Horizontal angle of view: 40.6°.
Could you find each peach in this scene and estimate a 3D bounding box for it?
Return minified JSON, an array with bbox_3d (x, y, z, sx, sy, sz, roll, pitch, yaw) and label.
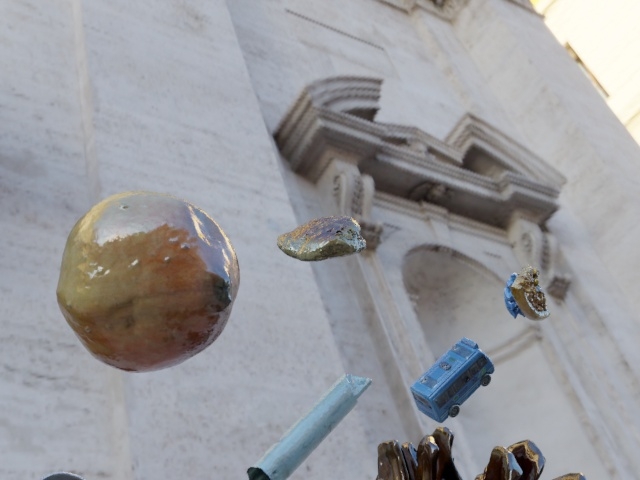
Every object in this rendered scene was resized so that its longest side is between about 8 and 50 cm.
[{"bbox_3d":[-0.195,0.049,1.017,0.233,0.232,0.232,-10,-42,-10],"label":"peach"}]

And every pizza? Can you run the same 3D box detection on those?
[{"bbox_3d":[0.475,0.115,1.947,0.041,0.130,0.178,-12,-44,34],"label":"pizza"}]

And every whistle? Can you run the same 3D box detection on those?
[{"bbox_3d":[-0.013,0.333,1.548,0.312,0.062,0.062,-38,-24,-43],"label":"whistle"}]

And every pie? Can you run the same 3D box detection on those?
[{"bbox_3d":[0.000,0.000,1.706,0.163,0.194,0.078,-21,-73,-36],"label":"pie"}]

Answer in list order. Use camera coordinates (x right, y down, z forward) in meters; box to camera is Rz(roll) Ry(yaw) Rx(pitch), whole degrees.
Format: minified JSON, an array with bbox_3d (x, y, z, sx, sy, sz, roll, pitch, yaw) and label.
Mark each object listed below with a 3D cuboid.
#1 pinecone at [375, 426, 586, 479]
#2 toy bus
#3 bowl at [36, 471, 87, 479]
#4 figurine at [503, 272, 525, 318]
[{"bbox_3d":[0.165,0.399,1.002,0.398,0.397,0.397,-10,-42,-10],"label":"pinecone"},{"bbox_3d":[0.384,0.403,2.519,0.246,0.113,0.134,-40,-56,-18],"label":"toy bus"},{"bbox_3d":[-0.474,0.570,1.526,0.144,0.287,0.287,-31,-43,12],"label":"bowl"},{"bbox_3d":[0.486,0.141,2.110,0.079,0.114,0.114,-8,-27,45],"label":"figurine"}]
